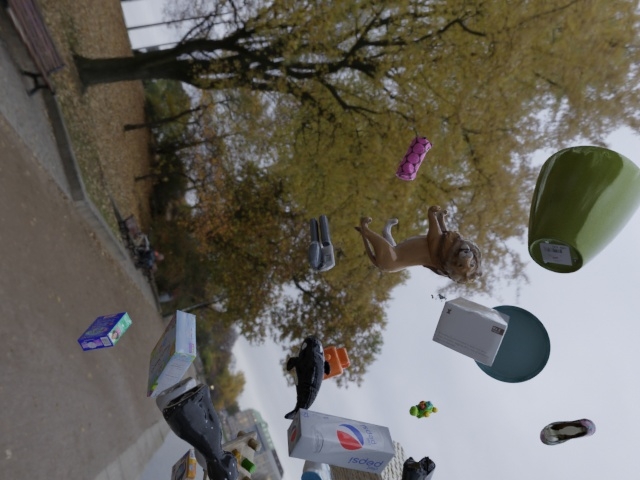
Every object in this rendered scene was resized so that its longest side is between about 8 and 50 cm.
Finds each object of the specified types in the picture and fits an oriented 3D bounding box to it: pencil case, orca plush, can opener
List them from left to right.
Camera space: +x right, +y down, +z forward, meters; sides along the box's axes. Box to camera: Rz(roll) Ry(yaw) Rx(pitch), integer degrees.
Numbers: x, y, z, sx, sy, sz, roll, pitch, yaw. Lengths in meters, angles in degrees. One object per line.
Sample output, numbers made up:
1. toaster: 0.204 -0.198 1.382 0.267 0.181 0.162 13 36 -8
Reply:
1. orca plush: -0.055 0.468 1.521 0.151 0.287 0.102 25 -6 1
2. can opener: 0.000 0.000 1.523 0.280 0.074 0.093 -94 166 -54
3. pencil case: 0.431 -0.373 2.083 0.098 0.209 0.095 26 -6 16

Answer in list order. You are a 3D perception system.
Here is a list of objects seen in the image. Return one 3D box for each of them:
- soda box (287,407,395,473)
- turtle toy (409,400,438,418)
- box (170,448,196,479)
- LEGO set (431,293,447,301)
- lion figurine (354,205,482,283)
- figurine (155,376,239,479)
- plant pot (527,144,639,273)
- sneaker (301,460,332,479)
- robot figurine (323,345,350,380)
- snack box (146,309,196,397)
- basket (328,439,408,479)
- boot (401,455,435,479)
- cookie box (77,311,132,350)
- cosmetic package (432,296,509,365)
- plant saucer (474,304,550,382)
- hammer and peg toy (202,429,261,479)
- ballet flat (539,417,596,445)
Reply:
1. soda box: 0.057 0.558 1.253 0.091 0.286 0.098 -101 -146 -60
2. turtle toy: 0.460 0.765 2.047 0.066 0.130 0.095 67 -28 13
3. box: -0.412 0.693 1.347 0.136 0.028 0.081 -47 -147 25
4. LEGO set: 0.587 0.277 2.227 0.054 0.083 0.023 -120 -142 -49
5. lion figurine: 0.291 0.030 1.399 0.392 0.142 0.240 -10 -103 29
6. figurine: -0.244 0.398 0.921 0.209 0.092 0.215 64 -27 -3
7. plant pot: 0.688 -0.061 1.234 0.275 0.293 0.274 31 -27 18
8. sneaker: 0.003 0.725 1.339 0.092 0.088 0.228 -69 153 -60
9. robot figurine: 0.012 0.524 1.904 0.158 0.220 0.128 -135 -153 -85
10. snack box: -0.452 0.348 1.377 0.207 0.070 0.174 -55 -149 24
11. basket: 0.238 1.068 2.011 0.328 0.266 0.331 37 15 -29
12. boot: 0.268 0.836 1.511 0.094 0.247 0.207 28 -64 60
13. cookie box: -0.575 0.242 1.210 0.107 0.092 0.040 -79 156 -65
14. cosmetic package: 0.565 0.321 1.669 0.217 0.385 0.156 22 -84 26
15. plant saucer: 0.788 0.431 1.892 0.044 0.318 0.317 22 34 -57
16. hammer and peg toy: -0.389 0.998 1.876 0.127 0.266 0.361 17 -80 38
17. ballet flat: 0.875 0.691 1.634 0.221 0.079 0.076 -41 -133 43
